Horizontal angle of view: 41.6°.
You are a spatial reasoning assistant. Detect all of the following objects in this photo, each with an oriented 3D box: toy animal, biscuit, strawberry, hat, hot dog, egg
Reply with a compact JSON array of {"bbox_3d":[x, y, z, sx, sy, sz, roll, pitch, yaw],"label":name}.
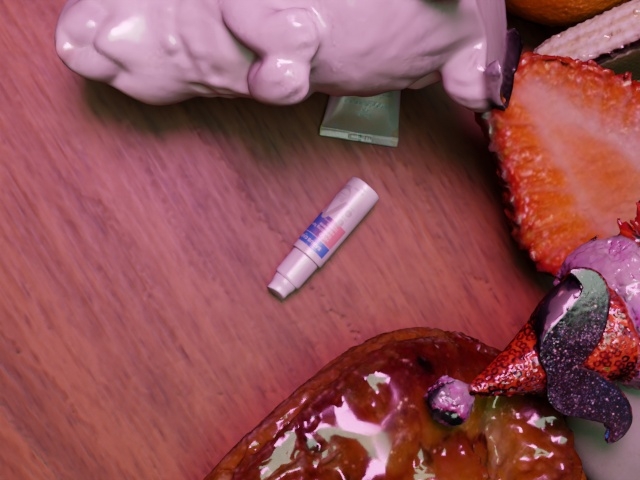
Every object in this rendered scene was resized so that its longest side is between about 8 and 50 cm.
[{"bbox_3d":[-0.027,-0.198,0.660,0.357,0.194,0.258,0,48,24],"label":"toy animal"},{"bbox_3d":[0.309,-0.183,0.764,0.252,0.150,0.052,-14,82,-7],"label":"biscuit"},{"bbox_3d":[0.240,-0.064,0.749,0.188,0.106,0.286,-42,111,12],"label":"strawberry"},{"bbox_3d":[0.182,0.078,0.659,0.227,0.129,0.140,-23,129,-15],"label":"hat"},{"bbox_3d":[0.047,0.245,0.691,0.387,0.174,0.267,-41,78,-8],"label":"hot dog"},{"bbox_3d":[0.314,0.170,0.745,0.192,0.149,0.150,2,87,-1],"label":"egg"}]

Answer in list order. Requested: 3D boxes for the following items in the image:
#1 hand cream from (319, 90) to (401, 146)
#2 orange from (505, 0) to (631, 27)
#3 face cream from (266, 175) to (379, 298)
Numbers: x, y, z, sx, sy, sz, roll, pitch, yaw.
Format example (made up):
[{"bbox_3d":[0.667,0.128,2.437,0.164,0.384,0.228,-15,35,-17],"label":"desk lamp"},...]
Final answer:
[{"bbox_3d":[0.048,-0.179,0.784,0.076,0.047,0.174,7,95,-8],"label":"hand cream"},{"bbox_3d":[0.210,-0.286,0.737,0.205,0.206,0.206,0,87,-8],"label":"orange"},{"bbox_3d":[0.000,0.000,0.769,0.034,0.034,0.130,41,84,-4],"label":"face cream"}]
